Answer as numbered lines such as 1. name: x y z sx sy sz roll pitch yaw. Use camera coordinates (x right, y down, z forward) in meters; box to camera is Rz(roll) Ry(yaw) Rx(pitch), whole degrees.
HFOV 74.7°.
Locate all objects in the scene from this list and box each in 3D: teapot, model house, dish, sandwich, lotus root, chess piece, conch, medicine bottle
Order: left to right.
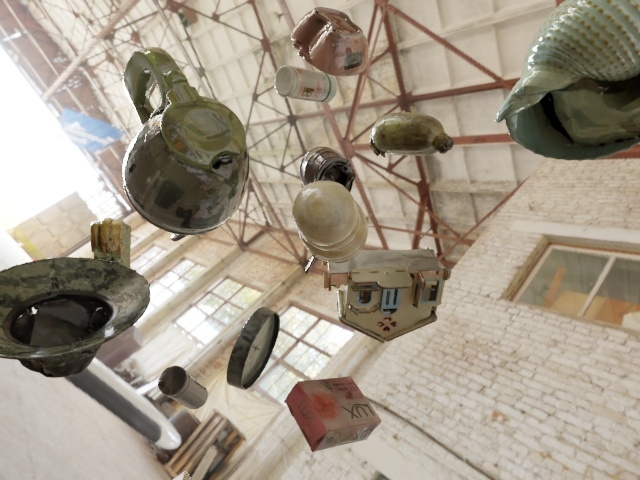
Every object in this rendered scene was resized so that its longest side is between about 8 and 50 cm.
1. sandwich: -0.653 0.070 1.309 0.249 0.095 0.273 165 -78 -72
2. teapot: -0.245 -0.195 0.809 0.239 0.240 0.321 -37 -122 55
3. medicine bottle: -0.041 -0.452 1.219 0.086 0.183 0.086 11 -74 41
4. chess piece: 0.019 -0.035 0.728 0.143 0.143 0.261 45 -1 7
5. dish: 0.034 -0.510 1.052 0.213 0.213 0.090 42 -41 12
6. model house: 0.165 0.158 1.136 0.169 0.326 0.244 -97 -172 -54
7. lotus root: 0.316 -0.361 1.451 0.309 0.173 0.173 14 -41 37
8. conch: 0.539 -0.329 0.843 0.303 0.215 0.319 51 -37 -7

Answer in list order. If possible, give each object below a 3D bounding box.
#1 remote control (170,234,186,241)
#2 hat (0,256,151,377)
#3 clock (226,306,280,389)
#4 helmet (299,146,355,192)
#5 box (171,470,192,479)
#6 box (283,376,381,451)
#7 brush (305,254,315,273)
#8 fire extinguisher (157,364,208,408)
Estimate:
1. remote control: -0.497 -0.056 1.657 0.059 0.212 0.028 4 -58 42
2. hat: -0.418 0.141 0.680 0.266 0.266 0.128 30 -62 32
3. clock: -0.241 0.399 1.551 0.061 0.312 0.312 19 -34 14
4. helmet: 0.014 -0.284 1.837 0.177 0.225 0.305 47 -15 27
5. box: -0.448 0.719 1.000 0.089 0.313 0.197 56 -15 2
6. box: 0.023 0.309 0.758 0.111 0.156 0.060 49 -63 40
7. brush: 0.000 0.000 1.545 0.071 0.084 0.301 16 -63 -10
8. fire extinguisher: -0.359 0.400 1.108 0.267 0.089 0.072 88 -15 -59
